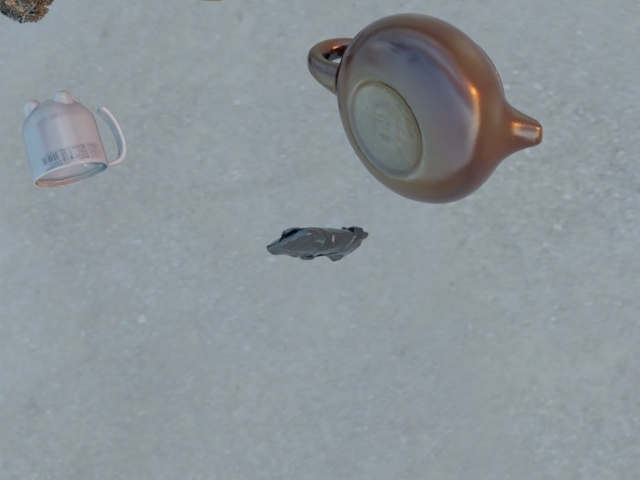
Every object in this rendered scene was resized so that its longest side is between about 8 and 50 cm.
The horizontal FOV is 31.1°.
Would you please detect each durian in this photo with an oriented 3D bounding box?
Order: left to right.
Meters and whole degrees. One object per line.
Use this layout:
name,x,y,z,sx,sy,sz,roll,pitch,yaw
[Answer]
durian,-0.396,-0.329,1.525,0.080,0.091,0.080,-22,46,25

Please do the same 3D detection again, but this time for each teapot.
teapot,0.091,-0.134,1.062,0.252,0.135,0.178,35,137,37

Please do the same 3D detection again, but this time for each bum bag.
bum bag,0.000,0.000,1.857,0.087,0.198,0.049,-28,70,36

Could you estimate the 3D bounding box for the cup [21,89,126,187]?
cup,-0.434,-0.184,2.018,0.173,0.134,0.142,-15,81,-11
